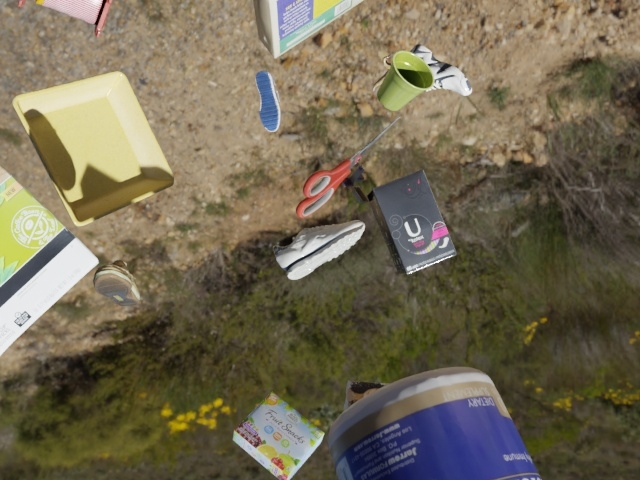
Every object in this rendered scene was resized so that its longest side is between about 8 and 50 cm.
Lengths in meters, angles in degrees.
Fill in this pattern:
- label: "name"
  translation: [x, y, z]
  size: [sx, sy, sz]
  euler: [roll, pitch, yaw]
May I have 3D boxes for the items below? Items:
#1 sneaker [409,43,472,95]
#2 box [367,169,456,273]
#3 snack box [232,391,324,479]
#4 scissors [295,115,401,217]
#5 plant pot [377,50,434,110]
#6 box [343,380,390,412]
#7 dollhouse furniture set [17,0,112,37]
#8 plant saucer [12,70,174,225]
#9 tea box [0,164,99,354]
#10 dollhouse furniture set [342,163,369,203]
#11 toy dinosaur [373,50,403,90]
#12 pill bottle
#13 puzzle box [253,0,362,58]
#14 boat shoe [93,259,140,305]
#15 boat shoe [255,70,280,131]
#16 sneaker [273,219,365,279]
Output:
- label: "sneaker"
  translation: [0.326, -0.469, 1.975]
  size: [0.235, 0.153, 0.094]
  euler: [42, -177, 16]
- label: "box"
  translation: [0.268, -0.051, 1.959]
  size: [0.165, 0.271, 0.143]
  euler: [-22, 178, -5]
- label: "snack box"
  translation: [-0.123, 0.573, 1.925]
  size: [0.207, 0.174, 0.070]
  euler: [36, 140, 18]
- label: "scissors"
  translation: [0.057, -0.148, 1.310]
  size: [0.021, 0.297, 0.109]
  euler: [36, 146, 22]
- label: "plant pot"
  translation: [0.137, -0.265, 1.122]
  size: [0.083, 0.083, 0.079]
  euler: [25, 141, -17]
- label: "box"
  translation: [0.170, 0.361, 1.443]
  size: [0.232, 0.088, 0.058]
  euler: [-2, 152, 20]
- label: "dollhouse furniture set"
  translation: [-0.570, -0.712, 1.565]
  size: [0.201, 0.152, 0.374]
  euler: [14, 127, -27]
- label: "plant saucer"
  translation: [-0.576, -0.234, 1.671]
  size: [0.080, 0.332, 0.333]
  euler: [-15, 103, 41]
- label: "tea box"
  translation: [-0.778, 0.052, 1.587]
  size: [0.323, 0.329, 0.220]
  euler: [47, 161, -16]
- label: "dollhouse furniture set"
  translation: [0.138, -0.178, 2.038]
  size: [0.090, 0.114, 0.081]
  euler: [-8, 148, -45]
- label: "toy dinosaur"
  translation: [0.201, -0.473, 1.847]
  size: [0.183, 0.053, 0.093]
  euler: [-8, 108, 38]
- label: "pill bottle"
  translation: [0.114, 0.245, 0.498]
  size: [0.153, 0.265, 0.153]
  euler: [-15, 147, -10]
- label: "puzzle box"
  translation: [0.071, -0.467, 1.006]
  size: [0.052, 0.408, 0.272]
  euler: [53, 172, 8]
- label: "boat shoe"
  translation: [-0.396, 0.072, 1.275]
  size: [0.068, 0.072, 0.190]
  euler: [-3, 161, -7]
- label: "boat shoe"
  translation: [-0.150, -0.426, 2.007]
  size: [0.066, 0.066, 0.183]
  euler: [-2, 106, 16]
- label: "sneaker"
  translation: [0.000, 0.000, 1.610]
  size: [0.235, 0.095, 0.090]
  euler: [-28, 154, -15]
